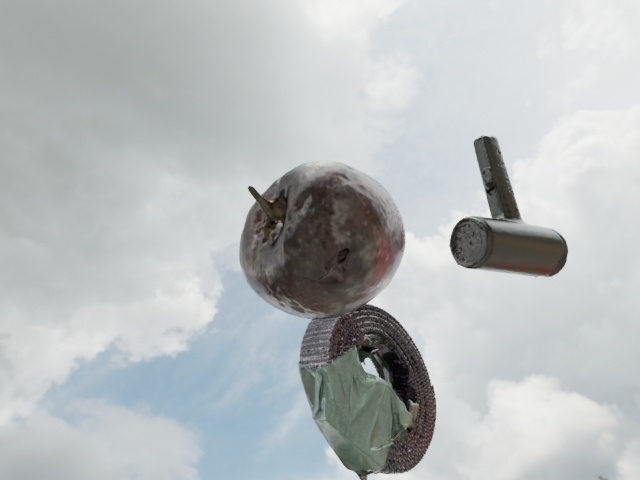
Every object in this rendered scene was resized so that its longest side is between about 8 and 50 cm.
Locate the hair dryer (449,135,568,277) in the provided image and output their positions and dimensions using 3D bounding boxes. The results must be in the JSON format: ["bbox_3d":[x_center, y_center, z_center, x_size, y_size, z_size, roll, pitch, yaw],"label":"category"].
[{"bbox_3d":[0.300,-0.064,0.716,0.197,0.252,0.089,5,-22,-29],"label":"hair dryer"}]

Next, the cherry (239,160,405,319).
[{"bbox_3d":[0.008,0.000,0.487,0.194,0.195,0.195,-6,-63,-11],"label":"cherry"}]

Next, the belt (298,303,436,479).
[{"bbox_3d":[0.095,0.272,0.796,0.122,0.260,0.325,-23,-76,44],"label":"belt"}]
